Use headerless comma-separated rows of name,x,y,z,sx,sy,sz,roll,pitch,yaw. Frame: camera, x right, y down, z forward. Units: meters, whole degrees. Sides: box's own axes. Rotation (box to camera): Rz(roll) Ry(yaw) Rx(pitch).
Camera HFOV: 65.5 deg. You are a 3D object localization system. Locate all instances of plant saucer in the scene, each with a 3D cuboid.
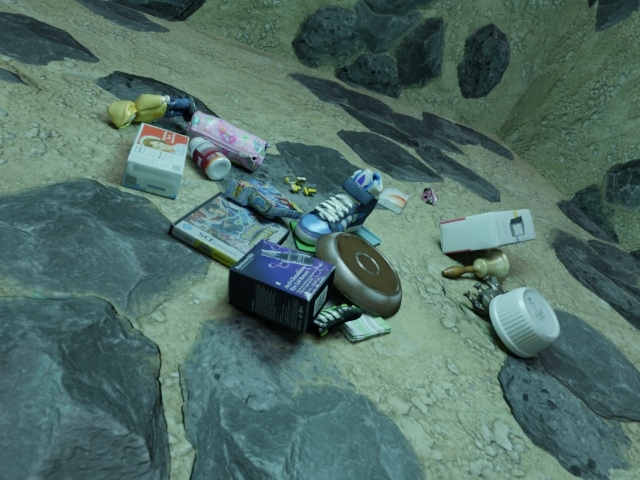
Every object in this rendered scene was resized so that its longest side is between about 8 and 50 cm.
plant saucer,0.122,-0.042,1.715,0.192,0.018,0.067,38,32,21
plant saucer,0.124,0.079,1.433,0.311,0.050,0.310,31,28,-19

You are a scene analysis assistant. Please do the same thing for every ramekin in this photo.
ramekin,0.624,0.241,1.508,0.207,0.109,0.207,24,45,-26

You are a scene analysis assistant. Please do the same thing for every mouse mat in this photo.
mouse mat,0.000,0.000,1.565,0.190,0.007,0.152,14,32,-23

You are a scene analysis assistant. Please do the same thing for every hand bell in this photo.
hand bell,0.528,0.103,1.747,0.242,0.126,0.126,-7,42,-25

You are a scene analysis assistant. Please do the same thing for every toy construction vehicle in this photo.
toy construction vehicle,-0.072,-0.192,1.790,0.098,0.035,0.085,0,50,-34

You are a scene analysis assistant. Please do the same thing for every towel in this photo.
towel,0.105,0.208,1.303,0.152,0.023,0.113,-4,42,-42

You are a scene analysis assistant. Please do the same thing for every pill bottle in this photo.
pill bottle,-0.366,-0.270,1.624,0.086,0.086,0.152,-10,45,-46

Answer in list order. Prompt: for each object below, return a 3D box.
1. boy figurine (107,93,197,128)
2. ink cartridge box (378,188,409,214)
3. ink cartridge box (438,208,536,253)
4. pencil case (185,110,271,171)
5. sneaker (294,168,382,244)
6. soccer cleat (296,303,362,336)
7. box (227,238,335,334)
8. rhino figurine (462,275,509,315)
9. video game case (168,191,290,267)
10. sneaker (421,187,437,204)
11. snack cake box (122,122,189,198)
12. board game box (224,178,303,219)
boy figurine,-0.564,-0.440,1.679,0.285,0.177,0.092,-20,89,-41
ink cartridge box,0.265,-0.187,2.029,0.179,0.045,0.145,32,30,4
ink cartridge box,0.628,-0.034,1.874,0.306,0.226,0.131,-8,86,-44
pencil case,-0.324,-0.344,1.739,0.284,0.124,0.124,26,30,-5
sneaker,0.070,-0.127,1.565,0.130,0.236,0.323,42,37,25
soccer cleat,0.018,0.197,1.209,0.179,0.060,0.072,-1,53,-15
box,-0.091,0.103,1.168,0.207,0.108,0.153,19,36,15
rhino figurine,0.563,0.178,1.654,0.243,0.073,0.106,-19,71,-52
video game case,-0.241,-0.026,1.388,0.248,0.035,0.275,29,30,4
sneaker,0.476,-0.202,2.223,0.057,0.047,0.119,6,33,-12
snack cake box,-0.484,-0.242,1.484,0.152,0.089,0.264,14,32,-18
board game box,-0.183,-0.125,1.513,0.194,0.060,0.194,41,21,33
